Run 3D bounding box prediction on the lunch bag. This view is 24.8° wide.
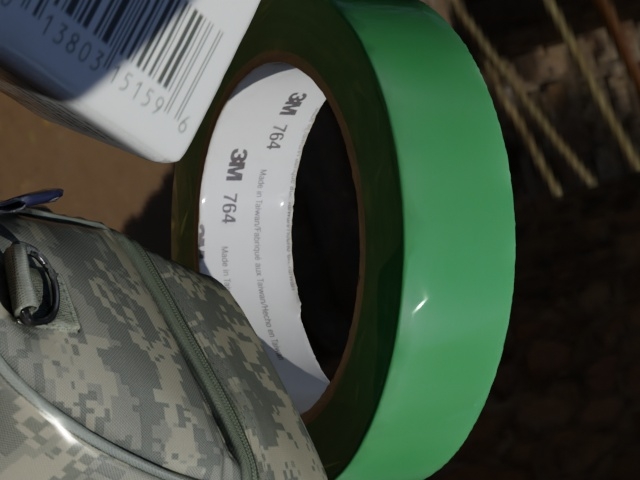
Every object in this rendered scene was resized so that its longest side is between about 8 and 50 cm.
[{"bbox_3d":[-0.181,0.125,0.737,0.256,0.305,0.212,26,31,-57],"label":"lunch bag"}]

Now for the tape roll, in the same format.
[{"bbox_3d":[0.000,0.000,0.924,0.321,0.077,0.321,6,-84,62],"label":"tape roll"}]

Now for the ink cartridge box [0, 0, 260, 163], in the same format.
[{"bbox_3d":[-0.069,-0.174,0.338,0.239,0.060,0.275,-65,149,-6],"label":"ink cartridge box"}]
